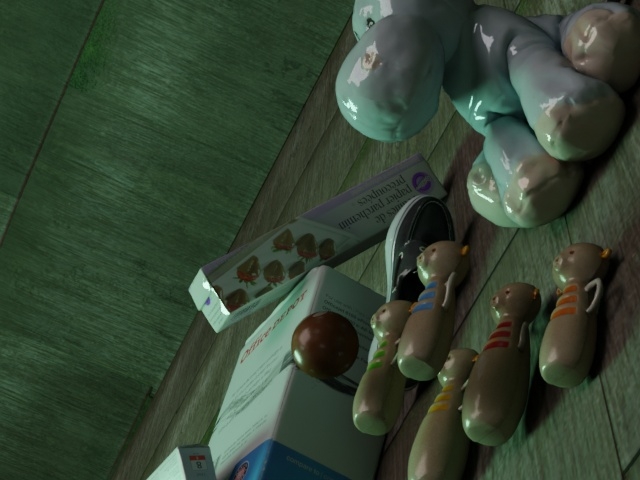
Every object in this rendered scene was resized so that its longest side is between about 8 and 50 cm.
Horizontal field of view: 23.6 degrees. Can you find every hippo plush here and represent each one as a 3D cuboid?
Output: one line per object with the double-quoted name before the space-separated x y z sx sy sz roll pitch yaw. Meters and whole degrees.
"hippo plush" 0.145 -0.174 1.371 0.234 0.237 0.294 134 158 -66

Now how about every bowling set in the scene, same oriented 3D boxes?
"bowling set" 0.090 0.067 1.226 0.287 0.200 0.154 -49 17 48

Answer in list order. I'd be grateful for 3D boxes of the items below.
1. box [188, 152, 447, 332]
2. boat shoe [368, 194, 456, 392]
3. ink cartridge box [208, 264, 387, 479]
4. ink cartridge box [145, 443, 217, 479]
"box" 0.000 0.000 1.743 0.324 0.063 0.067 -29 -11 -28
"boat shoe" 0.104 0.045 1.559 0.076 0.080 0.228 -40 27 56
"ink cartridge box" -0.029 0.215 1.656 0.223 0.129 0.307 -47 19 48
"ink cartridge box" -0.139 0.317 1.552 0.145 0.045 0.179 -48 51 44
